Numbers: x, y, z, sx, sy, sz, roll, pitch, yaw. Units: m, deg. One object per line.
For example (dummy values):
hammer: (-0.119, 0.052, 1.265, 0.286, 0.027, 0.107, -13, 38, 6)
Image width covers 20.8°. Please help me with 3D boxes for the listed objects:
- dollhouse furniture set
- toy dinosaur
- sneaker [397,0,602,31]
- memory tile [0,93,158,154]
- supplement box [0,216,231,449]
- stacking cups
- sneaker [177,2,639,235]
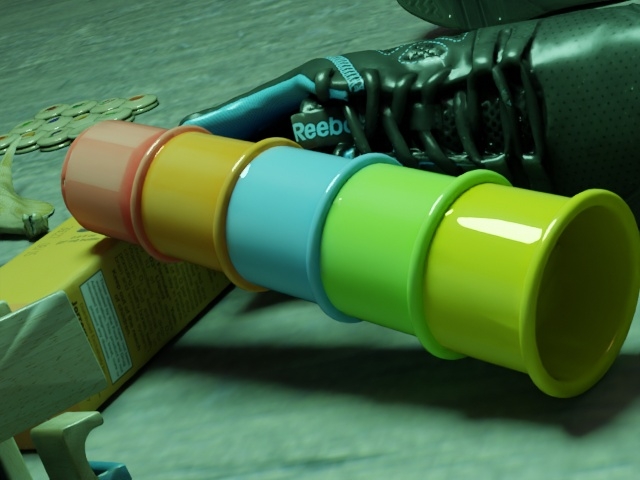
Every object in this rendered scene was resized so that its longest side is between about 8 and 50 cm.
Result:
dollhouse furniture set: (-0.150, 0.108, 0.643, 0.129, 0.129, 0.183, -27, 6, -25)
toy dinosaur: (-0.253, -0.026, 1.342, 0.092, 0.053, 0.183, -6, 23, -16)
sneaker: (0.176, -0.239, 1.484, 0.227, 0.087, 0.130, -9, 18, 14)
memory tile: (-0.228, -0.106, 1.581, 0.148, 0.012, 0.113, -3, 24, 37)
supplement box: (-0.126, 0.031, 0.996, 0.078, 0.080, 0.233, -5, 24, 30)
stacking cups: (0.000, 0.000, 0.863, 0.316, 0.096, 0.096, 12, 33, 40)
sneaker: (0.067, -0.049, 0.927, 0.341, 0.125, 0.139, -12, -10, 43)
